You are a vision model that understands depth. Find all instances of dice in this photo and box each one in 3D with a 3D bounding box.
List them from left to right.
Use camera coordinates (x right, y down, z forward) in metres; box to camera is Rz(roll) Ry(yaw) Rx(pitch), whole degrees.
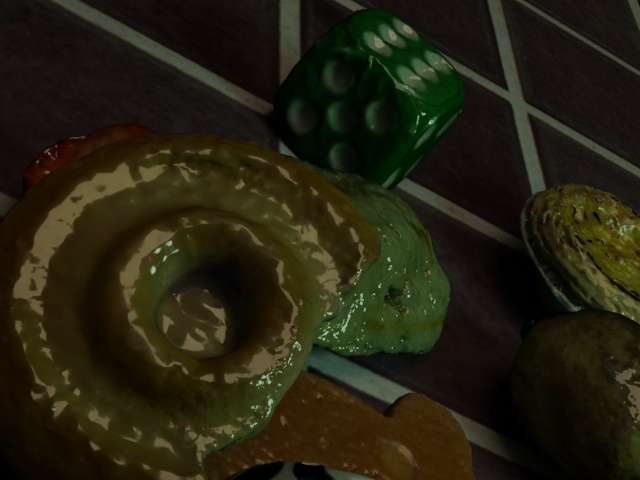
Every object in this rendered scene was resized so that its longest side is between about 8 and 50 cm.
[{"bbox_3d":[0.046,-0.125,1.338,0.131,0.120,0.128,45,29,9],"label":"dice"}]

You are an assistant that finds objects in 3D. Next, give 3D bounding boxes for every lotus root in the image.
[{"bbox_3d":[0.226,0.136,1.162,0.138,0.138,0.214,17,27,-33],"label":"lotus root"}]

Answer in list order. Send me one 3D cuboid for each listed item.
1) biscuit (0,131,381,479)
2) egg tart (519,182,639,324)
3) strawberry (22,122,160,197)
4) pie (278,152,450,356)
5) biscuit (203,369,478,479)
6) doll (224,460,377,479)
[{"bbox_3d":[-0.100,0.038,0.891,0.213,0.091,0.274,26,58,7],"label":"biscuit"},{"bbox_3d":[0.274,0.044,1.384,0.234,0.094,0.234,26,31,-17],"label":"egg tart"},{"bbox_3d":[-0.135,0.008,1.009,0.121,0.082,0.188,-9,59,-8],"label":"strawberry"},{"bbox_3d":[0.000,0.000,1.146,0.248,0.090,0.201,4,41,-51],"label":"pie"},{"bbox_3d":[0.048,0.180,0.985,0.324,0.049,0.205,23,37,-19],"label":"biscuit"},{"bbox_3d":[-0.024,0.198,0.799,0.110,0.107,0.181,4,58,8],"label":"doll"}]
